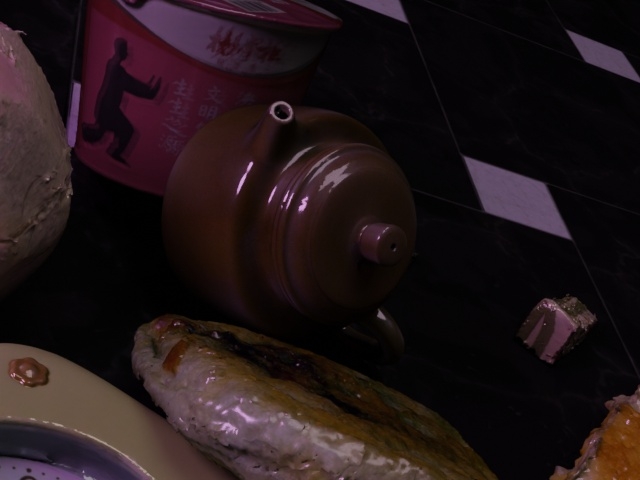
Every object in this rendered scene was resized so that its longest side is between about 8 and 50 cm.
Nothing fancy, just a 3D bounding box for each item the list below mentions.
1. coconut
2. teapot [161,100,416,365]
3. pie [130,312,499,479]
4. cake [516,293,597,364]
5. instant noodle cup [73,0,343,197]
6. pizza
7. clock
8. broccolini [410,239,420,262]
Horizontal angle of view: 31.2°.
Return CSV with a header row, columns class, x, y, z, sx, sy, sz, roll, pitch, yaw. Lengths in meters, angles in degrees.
class,x,y,z,sx,sy,sz,roll,pitch,yaw
coconut,-0.282,-0.061,0.772,0.227,0.227,0.230,13,34,-24
teapot,0.000,0.000,0.900,0.185,0.267,0.175,-44,35,-23
pie,0.009,0.127,0.774,0.323,0.070,0.323,30,3,-2
cake,0.243,0.087,1.160,0.051,0.055,0.140,39,15,19
instant noodle cup,-0.115,-0.145,1.024,0.235,0.178,0.235,15,18,-5
pizza,0.258,0.219,0.935,0.288,0.075,0.280,5,34,-31
clock,-0.167,0.194,0.599,0.235,0.096,0.308,33,31,5
broccolini,0.036,-0.048,1.191,0.042,0.044,0.218,-11,41,-27
